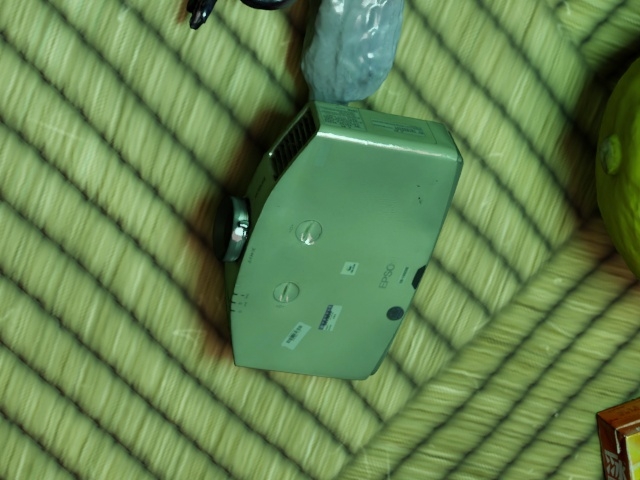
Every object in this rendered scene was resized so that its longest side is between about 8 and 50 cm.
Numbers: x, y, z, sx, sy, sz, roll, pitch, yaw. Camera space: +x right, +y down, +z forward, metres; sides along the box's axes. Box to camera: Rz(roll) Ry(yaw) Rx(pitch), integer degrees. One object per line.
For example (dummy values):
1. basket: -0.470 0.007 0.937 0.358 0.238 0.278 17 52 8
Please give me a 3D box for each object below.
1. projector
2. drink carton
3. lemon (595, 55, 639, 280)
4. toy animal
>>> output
1. projector: 0.000 0.000 1.456 0.193 0.088 0.269 9 122 -20
2. drink carton: 0.372 0.284 1.740 0.096 0.071 0.223 -17 112 -15
3. lemon: 0.430 -0.063 1.512 0.348 0.348 0.348 -7 109 -20
4. toy animal: 0.019 -0.169 1.445 0.195 0.090 0.324 -27 123 15
